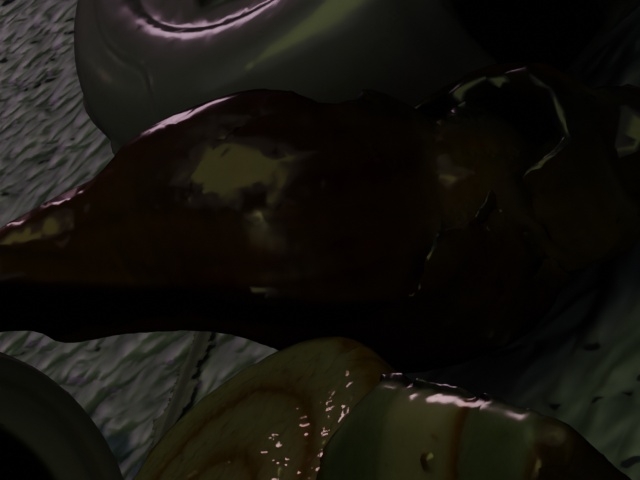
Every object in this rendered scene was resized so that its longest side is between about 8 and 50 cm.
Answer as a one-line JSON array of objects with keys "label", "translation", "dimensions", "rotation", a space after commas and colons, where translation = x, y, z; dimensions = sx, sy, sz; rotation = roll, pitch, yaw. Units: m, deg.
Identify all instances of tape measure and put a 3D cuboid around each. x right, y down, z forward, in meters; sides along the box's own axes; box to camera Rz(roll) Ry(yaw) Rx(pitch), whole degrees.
[{"label": "tape measure", "translation": [0.010, -0.095, 0.635], "dimensions": [0.236, 0.120, 0.197], "rotation": [-27, 43, 26]}]

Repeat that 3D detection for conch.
[{"label": "conch", "translation": [0.002, 0.002, 0.528], "dimensions": [0.232, 0.086, 0.080], "rotation": [-12, 49, -4]}]

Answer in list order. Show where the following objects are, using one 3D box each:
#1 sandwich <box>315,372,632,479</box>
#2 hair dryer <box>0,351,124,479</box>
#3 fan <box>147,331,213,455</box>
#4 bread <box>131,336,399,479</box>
[{"label": "sandwich", "translation": [0.018, 0.123, 0.357], "dimensions": [0.079, 0.113, 0.163], "rotation": [7, 60, 56]}, {"label": "hair dryer", "translation": [-0.251, 0.091, 0.532], "dimensions": [0.203, 0.362, 0.128], "rotation": [-12, 74, 45]}, {"label": "fan", "translation": [-0.018, -0.037, 0.712], "dimensions": [0.190, 0.009, 0.329], "rotation": [-17, 41, 42]}, {"label": "bread", "translation": [-0.011, 0.100, 0.477], "dimensions": [0.122, 0.073, 0.149], "rotation": [-24, 34, 46]}]
